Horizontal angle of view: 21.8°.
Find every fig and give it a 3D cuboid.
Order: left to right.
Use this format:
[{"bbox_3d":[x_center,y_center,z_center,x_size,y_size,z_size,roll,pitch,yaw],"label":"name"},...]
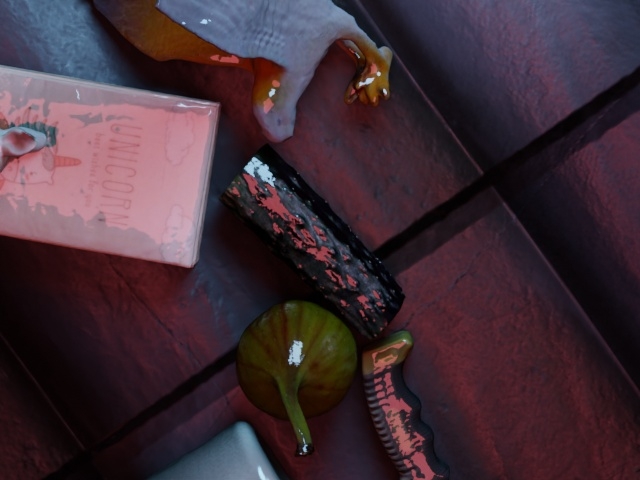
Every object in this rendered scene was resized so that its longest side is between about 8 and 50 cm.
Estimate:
[{"bbox_3d":[-0.027,0.140,1.598,0.124,0.236,0.124,1,109,2],"label":"fig"}]

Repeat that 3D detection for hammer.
[{"bbox_3d":[0.094,0.209,1.707,0.158,0.041,0.226,-20,100,2],"label":"hammer"}]

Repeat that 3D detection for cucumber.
[{"bbox_3d":[0.002,-0.002,1.645,0.211,0.078,0.062,42,140,-4],"label":"cucumber"}]

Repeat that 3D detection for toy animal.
[{"bbox_3d":[-0.328,-0.071,1.573,0.085,0.071,0.124,35,99,-5],"label":"toy animal"},{"bbox_3d":[-0.036,-0.262,1.609,0.302,0.225,0.284,40,77,-19],"label":"toy animal"}]

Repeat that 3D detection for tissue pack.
[{"bbox_3d":[-0.270,-0.081,1.644,0.325,0.071,0.170,10,98,-1],"label":"tissue pack"}]

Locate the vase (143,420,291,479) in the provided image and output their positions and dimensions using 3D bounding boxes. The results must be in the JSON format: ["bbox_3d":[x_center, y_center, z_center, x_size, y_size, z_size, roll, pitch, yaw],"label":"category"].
[{"bbox_3d":[-0.151,0.321,1.650,0.291,0.245,0.245,-34,98,-3],"label":"vase"}]
